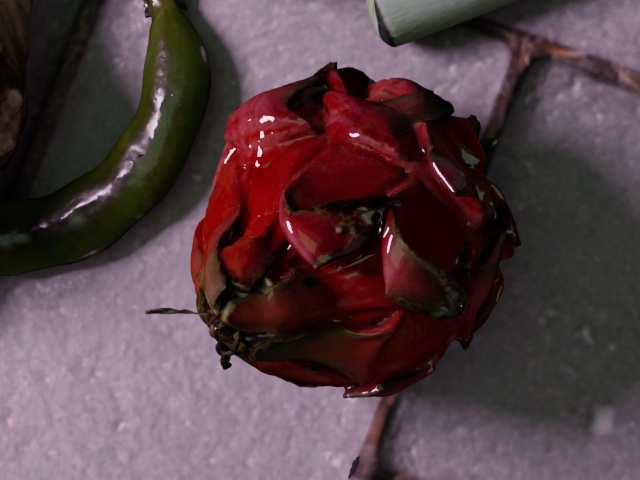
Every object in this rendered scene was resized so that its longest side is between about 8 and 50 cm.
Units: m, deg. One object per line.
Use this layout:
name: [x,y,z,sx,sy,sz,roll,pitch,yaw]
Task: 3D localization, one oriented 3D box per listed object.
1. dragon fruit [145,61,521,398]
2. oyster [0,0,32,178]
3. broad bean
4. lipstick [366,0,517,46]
dragon fruit: [0.000,0.000,1.041,0.234,0.293,0.233,12,107,42]
oyster: [-0.288,-0.134,1.167,0.133,0.198,0.337,21,72,-31]
broad bean: [-0.177,-0.067,1.191,0.144,0.049,0.292,38,94,20]
lipstick: [0.175,-0.223,1.111,0.304,0.076,0.076,-20,83,11]
